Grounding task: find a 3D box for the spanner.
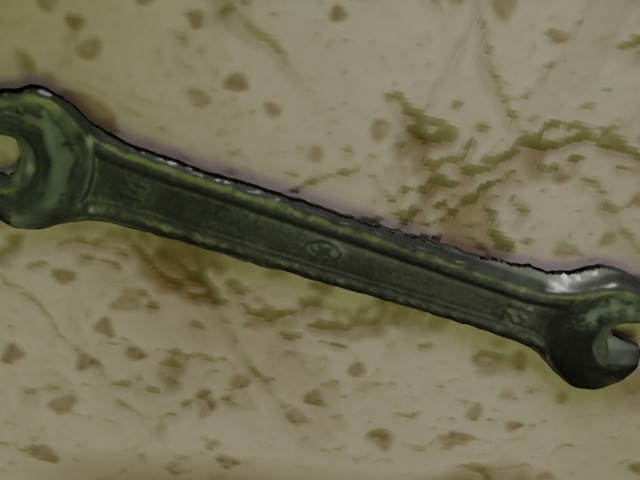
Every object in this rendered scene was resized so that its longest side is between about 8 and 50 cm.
[{"bbox_3d":[0.000,0.000,0.707,0.302,0.017,0.071,16,128,-12],"label":"spanner"}]
